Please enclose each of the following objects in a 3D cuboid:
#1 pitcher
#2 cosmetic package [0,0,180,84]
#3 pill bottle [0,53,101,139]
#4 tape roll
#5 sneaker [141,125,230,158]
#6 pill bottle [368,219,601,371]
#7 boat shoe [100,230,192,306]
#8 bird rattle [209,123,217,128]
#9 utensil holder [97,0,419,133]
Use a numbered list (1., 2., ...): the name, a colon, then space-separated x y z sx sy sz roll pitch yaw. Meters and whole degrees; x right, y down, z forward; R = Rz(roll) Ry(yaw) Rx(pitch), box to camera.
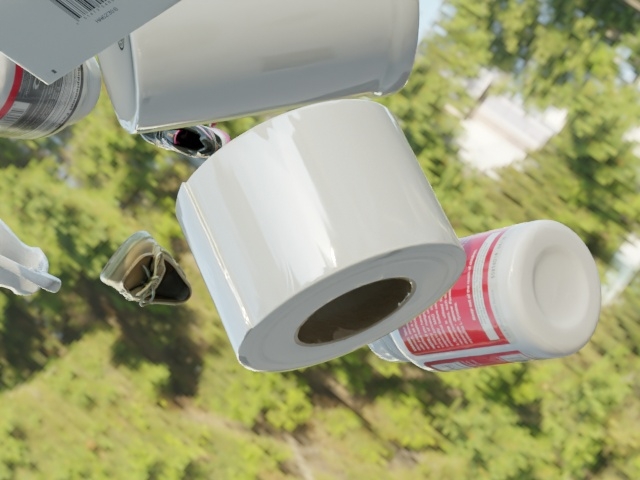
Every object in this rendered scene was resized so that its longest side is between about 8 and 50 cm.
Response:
1. pitcher: -0.520 0.022 2.142 0.207 0.177 0.126 30 -99 -39
2. cosmetic package: -0.220 -0.309 1.270 0.224 0.225 0.138 -27 -43 28
3. pill bottle: -0.433 -0.231 1.890 0.176 0.176 0.318 -55 -13 11
4. tape roll: 0.000 0.000 1.333 0.246 0.169 0.246 -22 -21 -9
5. sneaker: -0.241 -0.183 2.316 0.077 0.178 0.072 -2 -77 -62
6. pill bottle: 0.260 0.107 2.338 0.407 0.229 0.229 -14 20 49
7. boat shoe: -0.276 0.054 2.221 0.105 0.089 0.285 -51 -11 4
8. bird rattle: -0.132 -0.292 2.423 0.253 0.207 0.143 -34 -60 -5
9. utensil holder: -0.102 -0.323 1.855 0.385 0.328 0.328 -13 -30 -17
